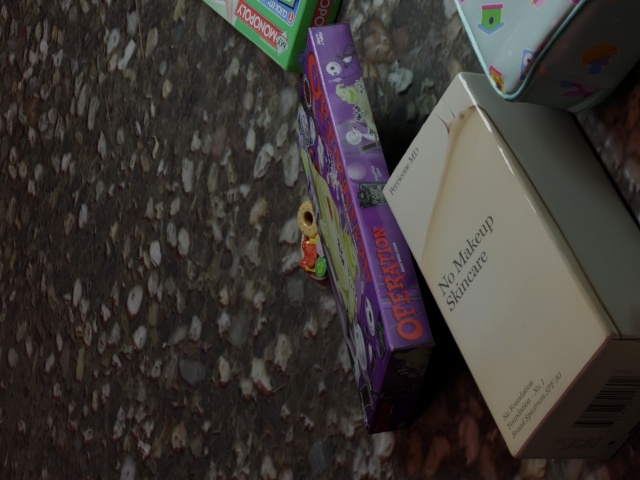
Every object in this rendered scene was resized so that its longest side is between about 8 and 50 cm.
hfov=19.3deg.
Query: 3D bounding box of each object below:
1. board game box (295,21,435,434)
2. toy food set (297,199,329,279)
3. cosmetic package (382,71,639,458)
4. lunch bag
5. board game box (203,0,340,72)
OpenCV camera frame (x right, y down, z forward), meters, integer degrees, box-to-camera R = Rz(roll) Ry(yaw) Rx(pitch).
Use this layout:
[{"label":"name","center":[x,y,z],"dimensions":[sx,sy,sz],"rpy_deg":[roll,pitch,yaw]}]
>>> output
[{"label":"board game box","center":[0.037,-0.010,1.818],"dimensions":[0.208,0.056,0.347],"rpy_deg":[107,153,-60]},{"label":"toy food set","center":[0.000,0.000,1.973],"dimensions":[0.082,0.020,0.083],"rpy_deg":[15,98,57]},{"label":"cosmetic package","center":[0.182,0.019,1.604],"dimensions":[0.160,0.113,0.309],"rpy_deg":[-59,42,35]},{"label":"lunch bag","center":[0.224,-0.265,1.575],"dimensions":[0.279,0.108,0.224],"rpy_deg":[-55,39,36]},{"label":"board game box","center":[-0.062,-0.342,2.090],"dimensions":[0.317,0.046,0.213],"rpy_deg":[44,123,50]}]
